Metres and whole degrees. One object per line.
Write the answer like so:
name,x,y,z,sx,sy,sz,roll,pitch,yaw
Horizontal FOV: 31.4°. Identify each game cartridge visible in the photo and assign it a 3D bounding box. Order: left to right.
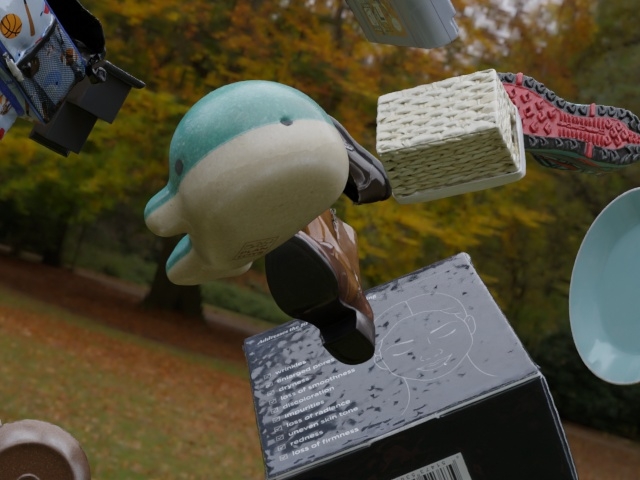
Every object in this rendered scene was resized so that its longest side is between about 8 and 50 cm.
game cartridge,0.079,-0.359,1.543,0.198,0.062,0.297,55,-6,-18

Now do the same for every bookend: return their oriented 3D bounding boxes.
bookend,-0.358,-0.198,1.734,0.072,0.156,0.157,29,-2,-32

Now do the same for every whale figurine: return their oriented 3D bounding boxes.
whale figurine,-0.087,-0.057,1.162,0.216,0.141,0.272,-13,-24,-30

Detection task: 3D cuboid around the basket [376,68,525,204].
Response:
basket,0.156,-0.129,1.394,0.167,0.113,0.103,-11,-40,18

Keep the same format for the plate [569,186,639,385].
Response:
plate,0.297,0.043,1.062,0.024,0.188,0.188,11,-1,-23

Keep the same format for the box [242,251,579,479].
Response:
box,0.143,0.311,2.044,0.480,0.297,0.472,-22,27,1

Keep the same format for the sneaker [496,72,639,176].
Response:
sneaker,0.299,-0.139,1.545,0.262,0.104,0.125,18,-20,-4

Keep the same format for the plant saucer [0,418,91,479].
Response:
plant saucer,-0.448,0.374,1.736,0.199,0.198,0.036,17,-5,-17

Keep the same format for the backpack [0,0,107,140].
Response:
backpack,-0.441,-0.265,1.378,0.277,0.213,0.263,16,-33,22

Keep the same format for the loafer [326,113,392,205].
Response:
loafer,0.016,-0.131,1.793,0.220,0.080,0.078,37,45,26

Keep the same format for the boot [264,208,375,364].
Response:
boot,0.000,0.000,1.631,0.096,0.280,0.264,-29,-51,21
